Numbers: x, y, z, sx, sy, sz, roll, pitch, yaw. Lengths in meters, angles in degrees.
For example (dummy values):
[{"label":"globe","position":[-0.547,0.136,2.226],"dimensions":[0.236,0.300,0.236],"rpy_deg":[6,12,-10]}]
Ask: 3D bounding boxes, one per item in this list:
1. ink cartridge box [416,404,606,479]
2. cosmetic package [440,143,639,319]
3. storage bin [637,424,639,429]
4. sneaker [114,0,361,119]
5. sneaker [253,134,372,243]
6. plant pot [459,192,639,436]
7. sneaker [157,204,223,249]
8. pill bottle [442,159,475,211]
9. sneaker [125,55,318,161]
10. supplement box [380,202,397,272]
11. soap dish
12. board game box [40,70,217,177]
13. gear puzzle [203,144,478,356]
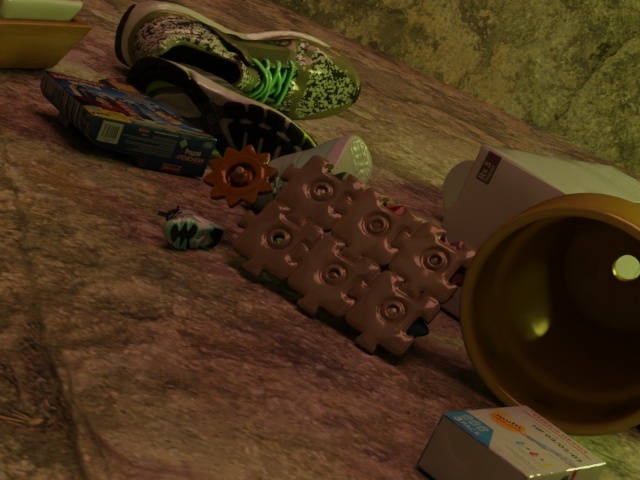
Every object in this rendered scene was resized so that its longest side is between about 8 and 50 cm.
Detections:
[{"label":"ink cartridge box","position":[0.188,0.206,1.261],"dimensions":[0.104,0.061,0.181],"rpy_deg":[36,19,35]},{"label":"cosmetic package","position":[0.318,0.009,1.810],"dimensions":[0.156,0.217,0.385],"rpy_deg":[34,20,31]},{"label":"storage bin","position":[0.443,0.186,1.654],"dimensions":[0.180,0.084,0.122],"rpy_deg":[13,19,-38]},{"label":"sneaker","position":[-0.121,-0.259,2.175],"dimensions":[0.410,0.158,0.182],"rpy_deg":[10,22,-19]},{"label":"sneaker","position":[-0.043,-0.034,1.703],"dimensions":[0.151,0.094,0.256],"rpy_deg":[-14,24,32]},{"label":"plant pot","position":[0.313,0.058,1.508],"dimensions":[0.254,0.254,0.239],"rpy_deg":[29,26,18]},{"label":"sneaker","position":[-0.162,-0.019,1.530],"dimensions":[0.069,0.038,0.098],"rpy_deg":[31,8,28]},{"label":"pill bottle","position":[0.301,-0.069,2.181],"dimensions":[0.131,0.131,0.229],"rpy_deg":[36,20,36]},{"label":"sneaker","position":[-0.122,-0.174,1.914],"dimensions":[0.300,0.111,0.121],"rpy_deg":[32,19,2]},{"label":"supplement box","position":[0.077,0.020,1.672],"dimensions":[0.078,0.080,0.233],"rpy_deg":[18,19,-13]},{"label":"soap dish","position":[-0.503,-0.340,1.915],"dimensions":[0.291,0.118,0.229],"rpy_deg":[29,17,17]},{"label":"board game box","position":[-0.269,-0.161,1.786],"dimensions":[0.194,0.060,0.194],"rpy_deg":[9,21,-42]},{"label":"gear puzzle","position":[0.000,0.000,1.544],"dimensions":[0.339,0.175,0.044],"rpy_deg":[32,-24,21]}]
